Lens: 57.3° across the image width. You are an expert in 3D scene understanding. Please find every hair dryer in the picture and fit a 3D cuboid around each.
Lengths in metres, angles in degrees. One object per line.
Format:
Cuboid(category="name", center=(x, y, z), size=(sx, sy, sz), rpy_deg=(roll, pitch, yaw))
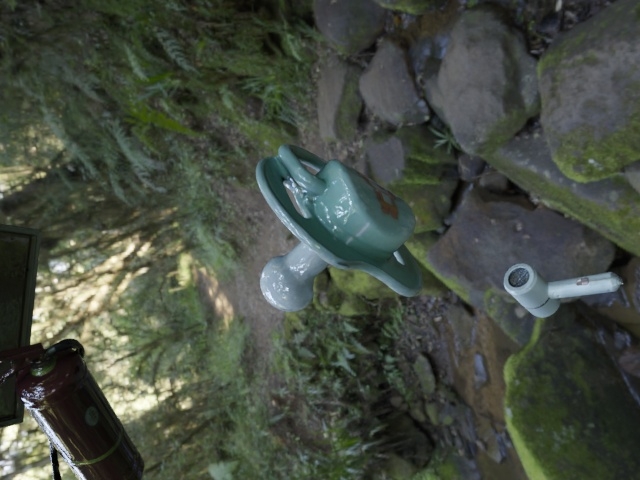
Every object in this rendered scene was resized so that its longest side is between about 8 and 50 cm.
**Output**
Cuboid(category="hair dryer", center=(0.319, 0.059, 0.762), size=(0.137, 0.082, 0.047), rpy_deg=(-13, 52, 40))

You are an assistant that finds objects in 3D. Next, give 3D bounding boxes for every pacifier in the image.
Cuboid(category="pacifier", center=(0.000, 0.000, 0.941), size=(0.269, 0.343, 0.288), rpy_deg=(-44, 42, 20))

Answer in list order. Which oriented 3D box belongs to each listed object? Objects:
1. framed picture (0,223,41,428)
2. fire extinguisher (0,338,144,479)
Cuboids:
Cuboid(category="framed picture", center=(-0.519, 0.129, 0.863), size=(0.240, 0.020, 0.324), rpy_deg=(14, -102, -71))
Cuboid(category="fire extinguisher", center=(-0.374, 0.265, 0.865), size=(0.105, 0.141, 0.341), rpy_deg=(28, 142, 39))
